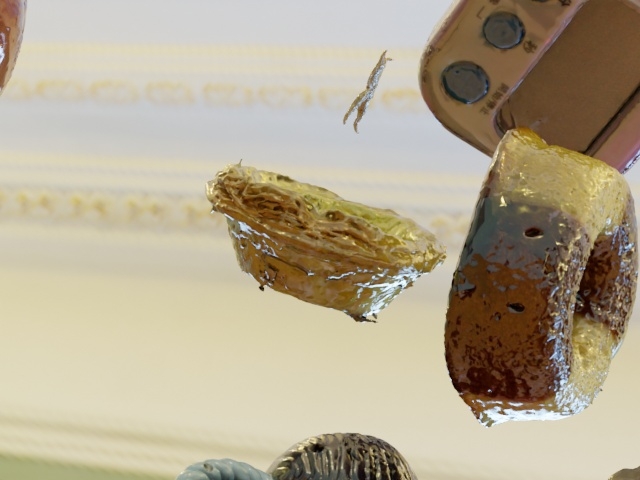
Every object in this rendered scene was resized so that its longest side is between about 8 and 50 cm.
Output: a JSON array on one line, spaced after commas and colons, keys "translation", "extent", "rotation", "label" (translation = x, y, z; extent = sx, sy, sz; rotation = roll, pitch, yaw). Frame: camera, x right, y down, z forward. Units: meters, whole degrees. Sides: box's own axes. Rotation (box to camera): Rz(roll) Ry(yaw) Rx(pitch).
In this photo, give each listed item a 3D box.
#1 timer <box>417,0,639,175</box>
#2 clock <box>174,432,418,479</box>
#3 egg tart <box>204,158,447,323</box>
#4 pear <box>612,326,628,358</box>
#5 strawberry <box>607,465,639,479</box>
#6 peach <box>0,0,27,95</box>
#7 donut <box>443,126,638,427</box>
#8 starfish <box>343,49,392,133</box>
[{"translation": [0.187, -0.142, 1.358], "extent": [0.191, 0.069, 0.208], "rotation": [31, -53, -8], "label": "timer"}, {"translation": [-0.002, 0.204, 1.056], "extent": [0.194, 0.195, 0.100], "rotation": [13, -47, -32], "label": "clock"}, {"translation": [-0.001, 0.001, 1.443], "extent": [0.212, 0.212, 0.090], "rotation": [23, -79, 6], "label": "egg tart"}, {"translation": [0.196, 0.046, 1.483], "extent": [0.141, 0.104, 0.141], "rotation": [15, -55, 23], "label": "pear"}, {"translation": [0.183, 0.201, 0.819], "extent": [0.190, 0.111, 0.236], "rotation": [-39, -49, 24], "label": "strawberry"}, {"translation": [-0.343, -0.168, 1.333], "extent": [0.201, 0.257, 0.362], "rotation": [28, -37, 34], "label": "peach"}, {"translation": [0.140, 0.025, 1.075], "extent": [0.073, 0.184, 0.166], "rotation": [8, -40, 28], "label": "donut"}, {"translation": [0.047, -0.147, 1.726], "extent": [0.016, 0.092, 0.086], "rotation": [29, -34, 12], "label": "starfish"}]
